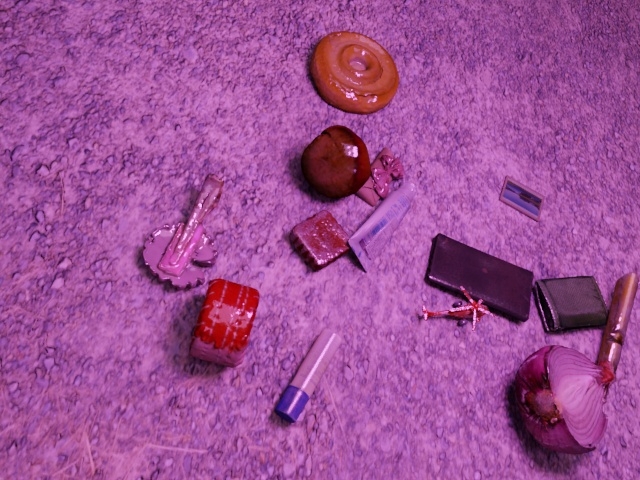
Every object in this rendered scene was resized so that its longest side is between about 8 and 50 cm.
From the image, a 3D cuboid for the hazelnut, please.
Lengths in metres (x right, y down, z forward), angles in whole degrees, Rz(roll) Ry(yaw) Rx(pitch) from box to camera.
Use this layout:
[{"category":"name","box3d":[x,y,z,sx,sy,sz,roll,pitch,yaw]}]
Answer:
[{"category":"hazelnut","box3d":[0.049,-0.218,1.592,0.208,0.208,0.208,8,63,-16]}]

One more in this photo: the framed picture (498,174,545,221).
[{"category":"framed picture","box3d":[0.652,-0.136,1.851,0.149,0.011,0.109,28,59,-5]}]

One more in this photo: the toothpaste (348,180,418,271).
[{"category":"toothpaste","box3d":[0.178,-0.052,1.605,0.299,0.073,0.114,-50,125,-31]}]

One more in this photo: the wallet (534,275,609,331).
[{"category":"wallet","box3d":[0.749,0.186,1.704,0.236,0.055,0.160,-1,70,-25]}]

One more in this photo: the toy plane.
[{"category":"toy plane","box3d":[0.369,0.202,1.552,0.194,0.077,0.126,-23,71,-19]}]

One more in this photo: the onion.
[{"category":"onion","box3d":[0.636,0.403,1.507,0.349,0.159,0.267,-4,75,-41]}]

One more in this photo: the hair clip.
[{"category":"hair clip","box3d":[-0.317,-0.024,1.416,0.173,0.069,0.300,25,70,-5]}]

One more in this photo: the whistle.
[{"category":"whistle","box3d":[0.865,0.246,1.673,0.057,0.068,0.326,22,72,0]}]

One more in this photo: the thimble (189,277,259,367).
[{"category":"thimble","box3d":[-0.215,0.185,1.297,0.125,0.163,0.189,17,60,-9]}]

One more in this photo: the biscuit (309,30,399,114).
[{"category":"biscuit","box3d":[0.112,-0.537,1.806,0.296,0.102,0.296,9,64,-18]}]

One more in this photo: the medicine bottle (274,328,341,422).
[{"category":"medicine bottle","box3d":[-0.027,0.318,1.359,0.059,0.059,0.231,35,59,-1]}]

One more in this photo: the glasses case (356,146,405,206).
[{"category":"glasses case","box3d":[0.186,-0.187,1.676,0.102,0.070,0.193,36,59,-1]}]

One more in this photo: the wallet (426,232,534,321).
[{"category":"wallet","box3d":[0.459,0.106,1.647,0.321,0.044,0.170,22,59,-5]}]

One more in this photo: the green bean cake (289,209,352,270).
[{"category":"green bean cake","box3d":[0.000,0.000,1.525,0.136,0.056,0.135,-31,80,-29]}]
